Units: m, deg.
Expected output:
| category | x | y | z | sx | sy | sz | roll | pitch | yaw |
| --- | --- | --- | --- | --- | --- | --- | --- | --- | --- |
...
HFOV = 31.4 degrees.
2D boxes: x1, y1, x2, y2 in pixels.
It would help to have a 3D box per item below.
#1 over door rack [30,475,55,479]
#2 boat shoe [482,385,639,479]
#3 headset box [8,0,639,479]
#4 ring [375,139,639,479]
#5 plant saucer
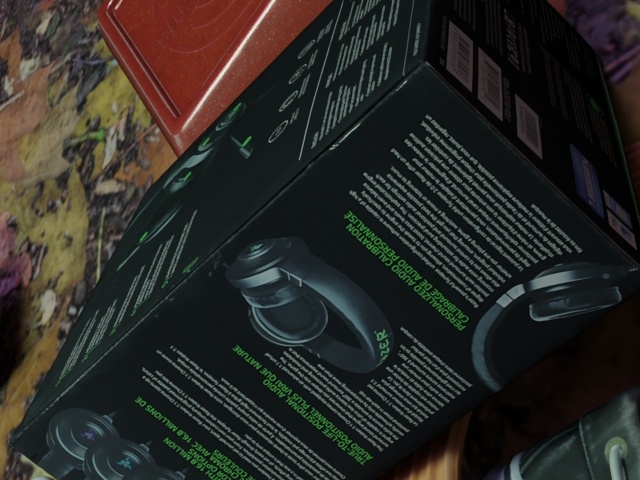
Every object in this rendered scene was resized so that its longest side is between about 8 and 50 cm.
| category | x | y | z | sx | sy | sz | roll | pitch | yaw |
| --- | --- | --- | --- | --- | --- | --- | --- | --- | --- |
| over door rack | -0.184 | 0.239 | 0.693 | 0.240 | 0.108 | 0.324 | -61 | 25 | 6 |
| boat shoe | 0.155 | 0.187 | 0.405 | 0.119 | 0.121 | 0.335 | -51 | 41 | 23 |
| headset box | 0.000 | 0.000 | 0.570 | 0.283 | 0.131 | 0.246 | -41 | 17 | 25 |
| ring | 0.149 | 0.054 | 0.444 | 0.336 | 0.032 | 0.337 | -35 | 23 | 17 |
| plant saucer | -0.074 | -0.202 | 0.876 | 0.258 | 0.047 | 0.259 | -52 | 44 | 16 |
